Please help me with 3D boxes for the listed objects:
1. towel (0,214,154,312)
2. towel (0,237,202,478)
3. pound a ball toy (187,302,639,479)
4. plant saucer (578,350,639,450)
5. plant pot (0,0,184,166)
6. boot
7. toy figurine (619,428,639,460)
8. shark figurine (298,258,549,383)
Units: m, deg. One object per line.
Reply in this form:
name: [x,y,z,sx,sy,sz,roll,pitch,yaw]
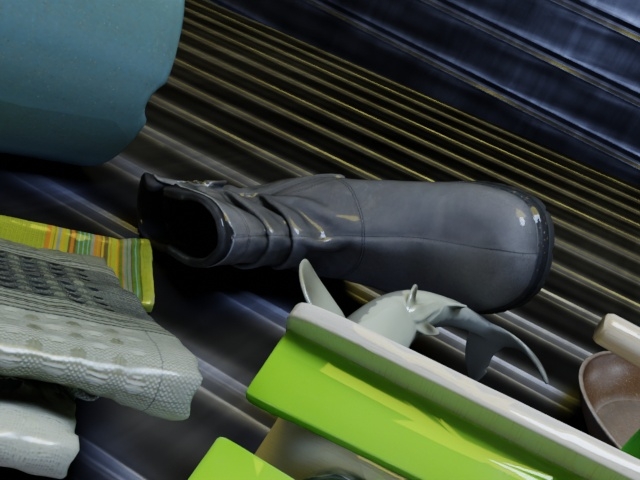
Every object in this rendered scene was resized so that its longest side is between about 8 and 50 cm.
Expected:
towel: [-0.243,0.005,0.613,0.237,0.021,0.102,12,21,-22]
towel: [-0.241,0.023,0.401,0.324,0.056,0.312,14,2,-24]
pound a ball toy: [0.114,0.141,0.382,0.319,0.136,0.208,24,56,17]
plant saucer: [0.350,0.198,0.666,0.310,0.050,0.310,18,20,-7]
plant pot: [-0.327,-0.224,0.721,0.334,0.341,0.341,15,19,-42]
boot: [0.000,0.000,0.680,0.222,0.118,0.338,0,3,-41]
toy figurine: [0.238,0.209,0.469,0.159,0.130,0.173,35,45,11]
shark figurine: [0.041,0.087,0.586,0.278,0.116,0.166,-23,81,-52]
